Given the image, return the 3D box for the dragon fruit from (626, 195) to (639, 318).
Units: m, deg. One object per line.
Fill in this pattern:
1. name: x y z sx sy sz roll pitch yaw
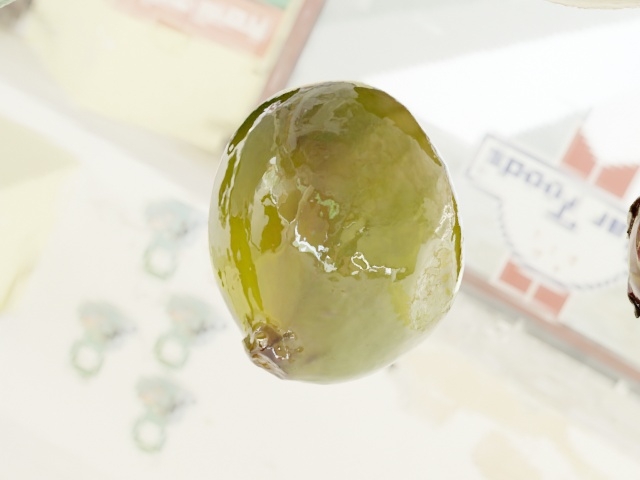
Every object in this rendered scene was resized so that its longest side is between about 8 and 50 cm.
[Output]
1. dragon fruit: 0.264 -0.021 1.124 0.125 0.125 0.246 41 -123 -6

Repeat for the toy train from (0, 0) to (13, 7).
1. toy train: -0.224 -0.263 1.363 0.129 0.326 0.159 65 -172 17

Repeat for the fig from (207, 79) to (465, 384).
1. fig: 0.008 -0.005 0.951 0.121 0.136 0.153 -7 -103 -31

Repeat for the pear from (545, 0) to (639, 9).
1. pear: 0.184 -0.283 1.086 0.309 0.309 0.309 23 -162 -8
